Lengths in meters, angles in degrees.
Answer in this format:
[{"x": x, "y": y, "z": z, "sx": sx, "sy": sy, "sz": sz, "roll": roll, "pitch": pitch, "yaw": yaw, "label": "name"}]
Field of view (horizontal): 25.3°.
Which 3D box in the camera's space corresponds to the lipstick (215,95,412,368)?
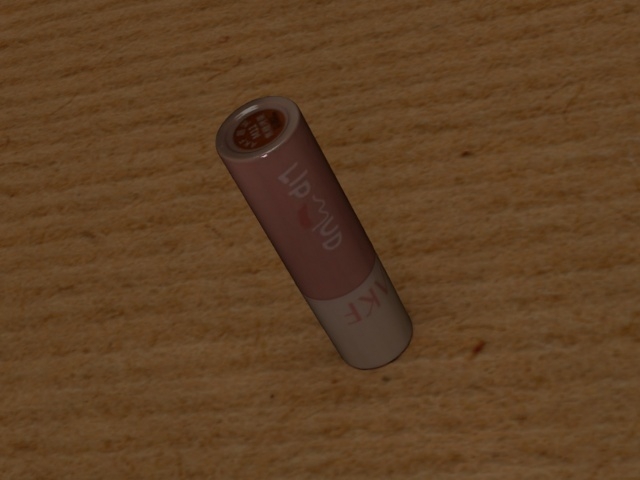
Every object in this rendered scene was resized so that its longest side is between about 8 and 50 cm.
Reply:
[{"x": 0.000, "y": 0.000, "z": 1.134, "sx": 0.070, "sy": 0.254, "sz": 0.070, "roll": -16, "pitch": 43, "yaw": 15, "label": "lipstick"}]
